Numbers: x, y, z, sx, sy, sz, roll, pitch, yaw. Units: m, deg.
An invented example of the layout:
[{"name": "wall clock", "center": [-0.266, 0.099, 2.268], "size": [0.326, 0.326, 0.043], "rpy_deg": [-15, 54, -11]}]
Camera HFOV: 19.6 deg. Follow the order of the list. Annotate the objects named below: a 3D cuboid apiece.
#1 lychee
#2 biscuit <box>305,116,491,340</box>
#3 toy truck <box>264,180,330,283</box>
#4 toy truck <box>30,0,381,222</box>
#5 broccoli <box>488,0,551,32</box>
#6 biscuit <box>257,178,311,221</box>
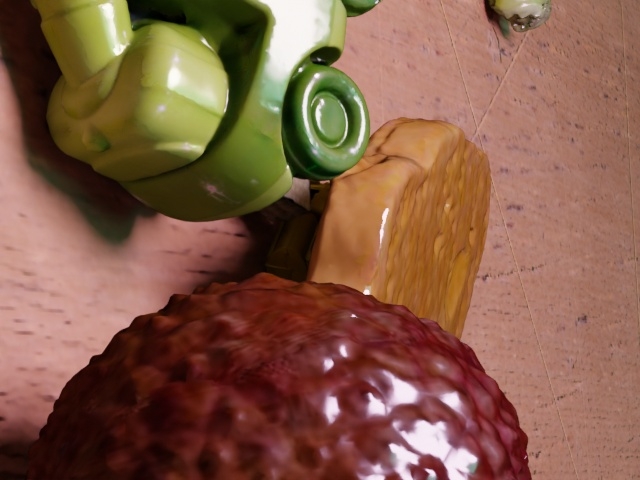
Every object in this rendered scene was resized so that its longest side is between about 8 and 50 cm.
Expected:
[{"name": "lychee", "center": [-0.018, 0.150, 0.845], "size": [0.260, 0.260, 0.261], "rpy_deg": [-10, 90, -67]}, {"name": "biscuit", "center": [0.038, 0.077, 1.135], "size": [0.351, 0.057, 0.312], "rpy_deg": [-48, 145, -64]}, {"name": "toy truck", "center": [0.000, 0.000, 1.176], "size": [0.083, 0.054, 0.049], "rpy_deg": [-69, 165, -51]}, {"name": "toy truck", "center": [-0.075, -0.104, 0.957], "size": [0.210, 0.148, 0.187], "rpy_deg": [1, 83, -46]}, {"name": "broccoli", "center": [0.198, -0.344, 1.711], "size": [0.145, 0.165, 0.304], "rpy_deg": [136, -38, -80]}, {"name": "biscuit", "center": [-0.047, -0.121, 1.139], "size": [0.121, 0.040, 0.199], "rpy_deg": [31, 51, -58]}]
